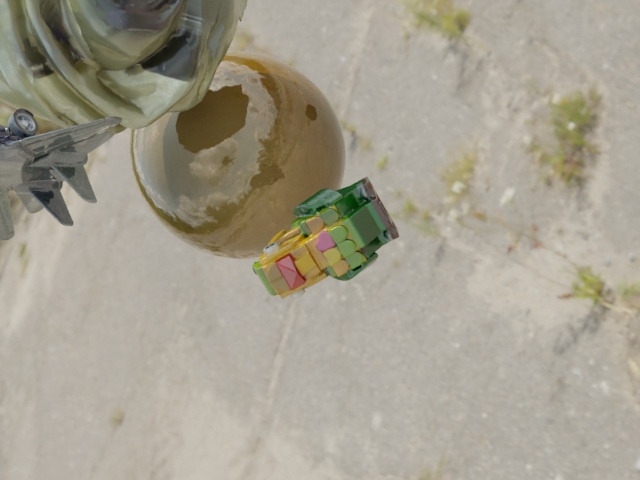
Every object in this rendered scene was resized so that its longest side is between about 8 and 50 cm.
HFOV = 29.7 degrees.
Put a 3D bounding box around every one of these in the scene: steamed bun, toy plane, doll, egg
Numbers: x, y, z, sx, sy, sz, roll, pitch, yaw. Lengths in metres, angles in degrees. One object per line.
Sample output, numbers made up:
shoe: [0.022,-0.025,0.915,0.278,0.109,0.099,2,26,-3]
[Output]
steamed bun: [-0.251,-0.303,1.484,0.394,0.346,0.237,-40,21,-6]
toy plane: [-0.338,-0.079,1.146,0.212,0.267,0.088,-41,57,30]
doll: [0.004,0.000,1.427,0.186,0.106,0.134,-35,14,-22]
egg: [-0.125,-0.128,1.772,0.301,0.301,0.374,-64,32,8]
